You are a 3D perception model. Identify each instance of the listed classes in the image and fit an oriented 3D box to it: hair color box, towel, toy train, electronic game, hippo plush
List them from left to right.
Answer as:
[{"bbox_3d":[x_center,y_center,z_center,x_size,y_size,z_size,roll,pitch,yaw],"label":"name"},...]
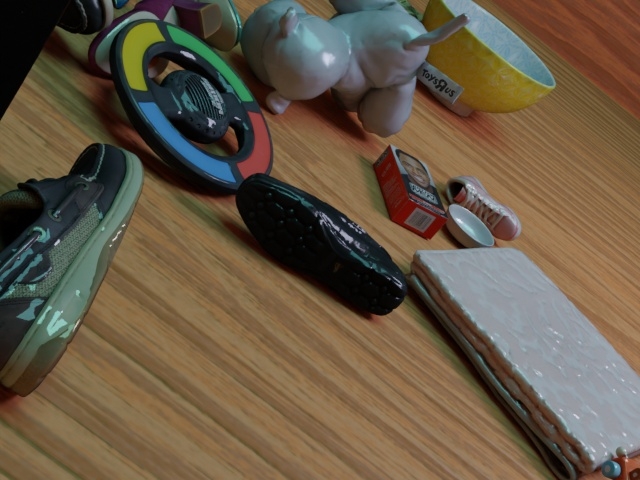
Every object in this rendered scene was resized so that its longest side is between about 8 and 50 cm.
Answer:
[{"bbox_3d":[-0.139,-0.150,1.123,0.229,0.048,0.229,36,33,-29],"label":"electronic game"},{"bbox_3d":[0.018,-0.237,1.410,0.236,0.234,0.294,-17,38,-26],"label":"hippo plush"},{"bbox_3d":[0.124,-0.069,1.402,0.072,0.043,0.141,26,28,-26],"label":"hair color box"},{"bbox_3d":[0.282,0.141,1.267,0.317,0.053,0.332,0,47,-53],"label":"towel"},{"bbox_3d":[0.374,0.297,1.092,0.166,0.046,0.125,27,55,-29],"label":"toy train"}]

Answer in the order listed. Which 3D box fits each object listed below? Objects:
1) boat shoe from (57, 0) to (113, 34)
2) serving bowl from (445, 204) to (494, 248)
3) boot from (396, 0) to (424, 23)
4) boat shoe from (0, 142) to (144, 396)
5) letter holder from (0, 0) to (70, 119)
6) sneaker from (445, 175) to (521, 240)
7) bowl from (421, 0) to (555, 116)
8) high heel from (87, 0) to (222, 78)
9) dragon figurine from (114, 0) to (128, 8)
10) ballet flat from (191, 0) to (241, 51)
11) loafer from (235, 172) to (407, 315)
[{"bbox_3d":[-0.374,-0.325,1.066,0.340,0.127,0.113,45,54,-6],"label":"boat shoe"},{"bbox_3d":[0.209,-0.013,1.445,0.083,0.027,0.083,31,27,-18],"label":"serving bowl"},{"bbox_3d":[0.097,-0.461,1.944,0.203,0.095,0.262,44,24,6],"label":"boot"},{"bbox_3d":[-0.209,-0.005,0.774,0.092,0.103,0.285,36,31,-20],"label":"boat shoe"},{"bbox_3d":[-0.308,-0.220,0.750,0.152,0.302,0.214,7,40,-49],"label":"letter holder"},{"bbox_3d":[0.239,-0.049,1.522,0.070,0.051,0.134,2,41,-51],"label":"sneaker"},{"bbox_3d":[0.288,-0.331,1.924,0.289,0.156,0.289,31,27,-18],"label":"bowl"},{"bbox_3d":[-0.228,-0.252,1.218,0.117,0.082,0.244,9,33,26],"label":"high heel"},{"bbox_3d":[-0.263,-0.361,1.292,0.085,0.144,0.289,35,51,-11],"label":"dragon figurine"},{"bbox_3d":[-0.188,-0.344,1.401,0.086,0.086,0.248,15,33,-42],"label":"ballet flat"},{"bbox_3d":[0.000,0.000,1.091,0.223,0.076,0.078,36,20,-20],"label":"loafer"}]
